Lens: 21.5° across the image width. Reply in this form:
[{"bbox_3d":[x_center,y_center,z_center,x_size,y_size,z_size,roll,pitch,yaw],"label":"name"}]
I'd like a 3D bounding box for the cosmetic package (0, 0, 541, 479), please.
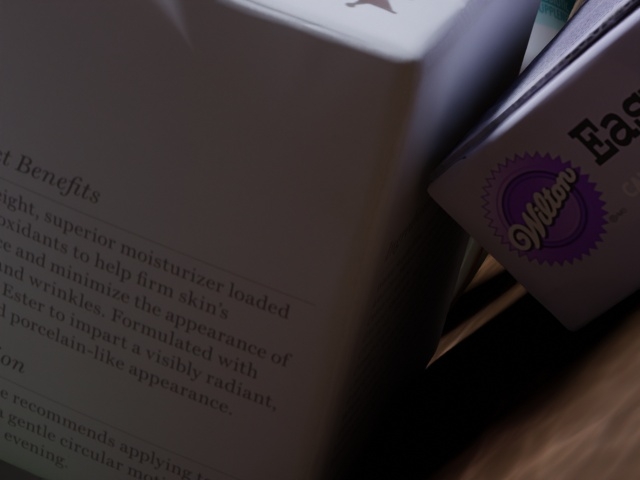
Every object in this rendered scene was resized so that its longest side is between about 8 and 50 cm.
[{"bbox_3d":[-0.033,-0.027,0.534,0.151,0.151,0.184,-48,-23,-57],"label":"cosmetic package"}]

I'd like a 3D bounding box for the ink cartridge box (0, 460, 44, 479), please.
[{"bbox_3d":[-0.211,0.165,0.599,0.308,0.091,0.385,86,-155,-58],"label":"ink cartridge box"}]

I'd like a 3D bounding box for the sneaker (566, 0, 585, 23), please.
[{"bbox_3d":[0.181,-0.142,0.726,0.188,0.066,0.071,-40,0,39],"label":"sneaker"}]

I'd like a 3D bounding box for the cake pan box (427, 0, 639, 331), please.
[{"bbox_3d":[0.167,-0.111,0.473,0.267,0.070,0.246,-42,2,38],"label":"cake pan box"}]

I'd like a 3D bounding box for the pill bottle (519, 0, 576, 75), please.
[{"bbox_3d":[0.052,-0.172,0.841,0.146,0.264,0.146,-2,-17,-1],"label":"pill bottle"}]

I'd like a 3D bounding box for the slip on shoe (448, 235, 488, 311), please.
[{"bbox_3d":[0.000,0.000,0.761,0.101,0.123,0.331,-41,-3,-26],"label":"slip on shoe"}]
